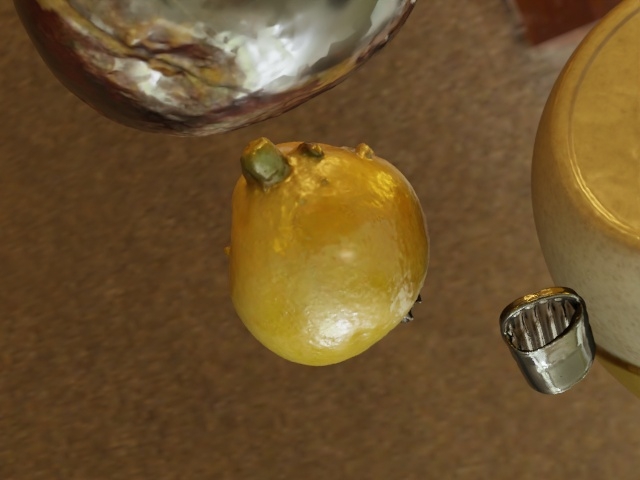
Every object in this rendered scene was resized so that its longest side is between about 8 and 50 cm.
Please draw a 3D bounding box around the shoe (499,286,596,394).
[{"bbox_3d":[0.166,0.083,1.361,0.159,0.062,0.053,61,5,-65],"label":"shoe"}]

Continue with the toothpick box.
[{"bbox_3d":[0.410,-0.014,1.702,0.425,0.409,0.409,45,50,-52],"label":"toothpick box"}]

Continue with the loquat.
[{"bbox_3d":[0.000,0.000,1.440,0.204,0.149,0.172,61,32,-35],"label":"loquat"}]

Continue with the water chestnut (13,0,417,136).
[{"bbox_3d":[-0.060,-0.161,1.011,0.223,0.238,0.224,-1,96,-8],"label":"water chestnut"}]
